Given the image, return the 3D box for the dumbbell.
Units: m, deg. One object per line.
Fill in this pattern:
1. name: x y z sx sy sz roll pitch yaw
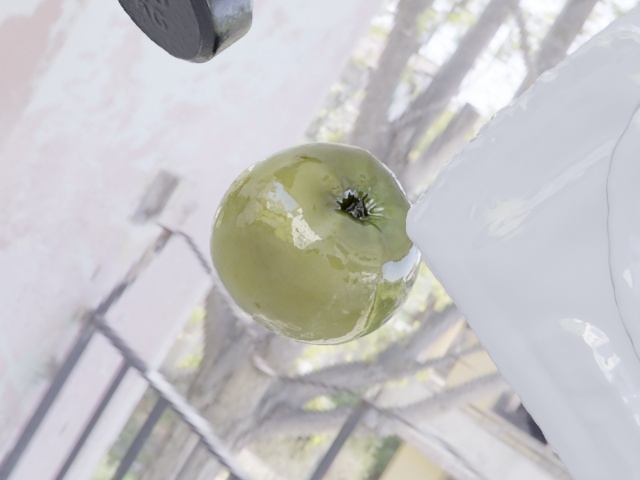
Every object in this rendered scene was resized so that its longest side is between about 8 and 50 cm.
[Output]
1. dumbbell: -0.077 -0.369 1.519 0.204 0.322 0.204 40 -25 23

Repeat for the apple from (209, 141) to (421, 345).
1. apple: 0.000 0.000 1.627 0.262 0.262 0.262 31 4 -3

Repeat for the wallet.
1. wallet: 0.108 0.031 0.372 0.183 0.124 0.032 55 35 8
